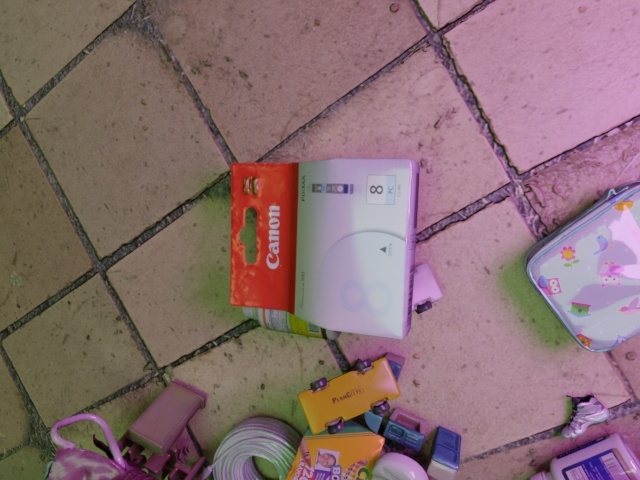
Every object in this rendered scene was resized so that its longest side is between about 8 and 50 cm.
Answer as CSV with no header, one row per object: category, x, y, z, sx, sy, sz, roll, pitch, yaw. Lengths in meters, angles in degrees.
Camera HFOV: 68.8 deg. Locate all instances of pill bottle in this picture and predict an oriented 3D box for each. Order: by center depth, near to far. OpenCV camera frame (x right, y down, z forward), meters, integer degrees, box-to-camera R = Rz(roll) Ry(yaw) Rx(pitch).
pill bottle,0.501,0.450,0.875,0.186,0.112,0.112,-36,86,21
pill bottle,-0.057,0.144,1.020,0.214,0.117,0.117,6,100,18

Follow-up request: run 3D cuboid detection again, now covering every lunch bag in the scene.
lunch bag,0.516,0.036,0.808,0.279,0.108,0.224,-39,80,19

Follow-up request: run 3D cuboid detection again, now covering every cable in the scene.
cable,-0.135,0.560,1.129,0.257,0.089,0.257,35,107,10

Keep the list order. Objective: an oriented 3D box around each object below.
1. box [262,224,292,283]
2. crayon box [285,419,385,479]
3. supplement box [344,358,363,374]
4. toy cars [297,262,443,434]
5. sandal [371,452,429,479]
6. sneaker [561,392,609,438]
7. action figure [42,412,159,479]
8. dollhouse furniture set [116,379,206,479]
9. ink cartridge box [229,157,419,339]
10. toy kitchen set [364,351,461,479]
box,0.000,0.000,0.980,0.203,0.114,0.103,-25,88,22
crayon box,0.012,0.520,0.995,0.165,0.081,0.279,21,68,12
supplement box,0.074,0.303,1.017,0.043,0.083,0.055,40,109,9
toy cars,0.101,0.212,0.942,0.176,0.087,0.394,26,77,6
sandal,0.207,0.603,0.997,0.169,0.102,0.416,11,121,33
sneaker,0.493,0.331,0.902,0.098,0.038,0.069,-39,83,11
action figure,-0.419,0.564,1.065,0.370,0.248,0.276,11,97,23
dollhouse furniture set,-0.388,0.515,1.209,0.212,0.161,0.242,21,127,15
ink cartridge box,-0.017,0.003,0.877,0.384,0.091,0.308,4,96,18
toy kitchen set,0.201,0.354,0.960,0.207,0.122,0.166,20,104,15
